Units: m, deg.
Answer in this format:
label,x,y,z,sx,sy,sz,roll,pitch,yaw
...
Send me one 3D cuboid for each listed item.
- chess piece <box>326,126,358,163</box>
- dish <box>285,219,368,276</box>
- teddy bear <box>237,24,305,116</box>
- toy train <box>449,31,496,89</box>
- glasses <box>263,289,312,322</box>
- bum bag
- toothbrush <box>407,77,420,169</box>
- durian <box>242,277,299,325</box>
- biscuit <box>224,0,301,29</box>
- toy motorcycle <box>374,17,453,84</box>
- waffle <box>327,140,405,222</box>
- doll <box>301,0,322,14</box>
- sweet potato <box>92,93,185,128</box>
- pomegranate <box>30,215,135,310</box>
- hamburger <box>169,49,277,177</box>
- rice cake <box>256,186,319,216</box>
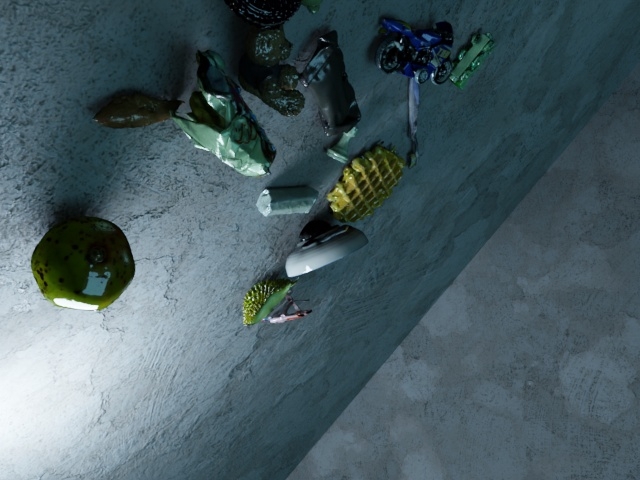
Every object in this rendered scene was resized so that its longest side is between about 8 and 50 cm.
label,x,y,z,sx,sy,sz,roll,pitch,yaw
chess piece,0.067,-0.274,1.649,0.067,0.067,0.103,9,112,-57
dish,0.000,0.000,1.828,0.273,0.133,0.273,-23,-175,2
teddy bear,-0.111,-0.355,1.223,0.129,0.181,0.251,-16,153,0
toy train,0.469,-0.557,1.821,0.178,0.071,0.105,-51,159,10
glasses,-0.132,0.231,1.980,0.162,0.095,0.255,-19,171,13
bum bag,0.021,-0.368,1.453,0.142,0.080,0.326,-48,149,-13
toothbrush,0.295,-0.365,1.865,0.042,0.035,0.413,-36,150,-14
durian,-0.179,0.175,1.859,0.221,0.095,0.137,-37,-168,-31
biscuit,-0.107,-0.483,1.065,0.195,0.053,0.194,-3,95,-36
toy motorcycle,0.264,-0.511,1.567,0.315,0.113,0.168,-3,119,-42
waffle,0.157,-0.178,1.893,0.329,0.062,0.329,-33,148,-23
doll,0.000,-0.536,1.207,0.150,0.077,0.115,-44,107,-16
sweet potato,-0.340,-0.250,1.129,0.206,0.060,0.068,-24,141,-51
pomegranate,-0.477,0.064,1.206,0.198,0.198,0.246,-29,150,-29
hamburger,-0.205,-0.231,1.179,0.151,0.260,0.276,-30,122,2
rice cake,-0.091,-0.109,1.640,0.207,0.063,0.069,-11,142,-46
